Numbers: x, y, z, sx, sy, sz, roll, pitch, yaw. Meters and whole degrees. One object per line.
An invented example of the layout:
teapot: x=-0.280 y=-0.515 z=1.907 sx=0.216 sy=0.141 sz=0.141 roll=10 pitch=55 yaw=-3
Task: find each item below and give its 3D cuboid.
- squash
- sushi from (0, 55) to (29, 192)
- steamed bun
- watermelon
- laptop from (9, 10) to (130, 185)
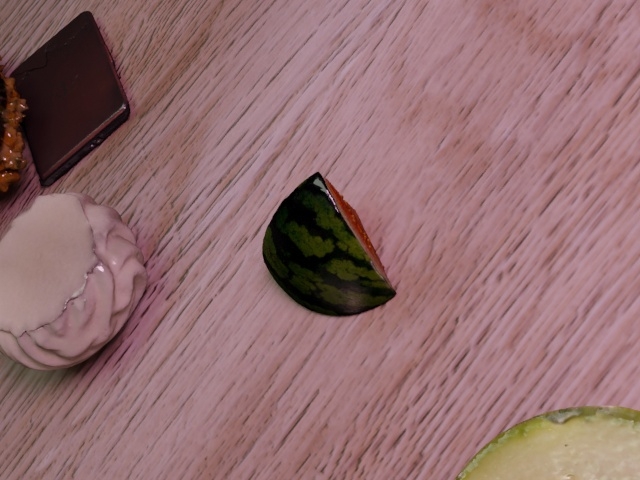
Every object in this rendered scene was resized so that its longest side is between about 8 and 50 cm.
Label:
squash: x=0.170 y=0.213 z=0.526 sx=0.219 sy=0.041 sz=0.219 roll=-14 pitch=61 yaw=27
sushi: x=-0.506 y=-0.156 z=1.041 sx=0.234 sy=0.207 sz=0.348 roll=-57 pitch=40 yaw=19
steamed bun: x=-0.252 y=0.045 z=0.836 sx=0.183 sy=0.106 sz=0.183 roll=-12 pitch=63 yaw=24
watermelon: x=0.000 y=0.000 z=0.727 sx=0.135 sy=0.125 sz=0.094 roll=-18 pitch=27 yaw=46
laptop: x=-0.315 y=-0.182 z=1.036 sx=0.154 sy=0.026 sz=0.207 roll=-37 pitch=54 yaw=11
